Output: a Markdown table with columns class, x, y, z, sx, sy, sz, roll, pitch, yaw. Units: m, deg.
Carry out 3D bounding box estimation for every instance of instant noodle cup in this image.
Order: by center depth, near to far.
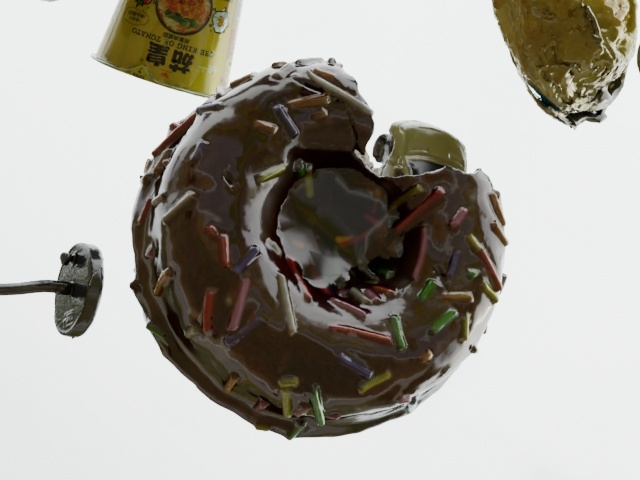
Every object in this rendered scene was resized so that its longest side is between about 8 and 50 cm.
| class | x | y | z | sx | sy | sz | roll | pitch | yaw |
| --- | --- | --- | --- | --- | --- | --- | --- | --- | --- |
| instant noodle cup | -0.179 | -0.269 | 1.299 | 0.182 | 0.182 | 0.144 | 21 | -78 | 11 |

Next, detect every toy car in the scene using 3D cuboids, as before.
| class | x | y | z | sx | sy | sz | roll | pitch | yaw |
| --- | --- | --- | --- | --- | --- | --- | --- | --- | --- |
| toy car | 0.102 | -0.003 | 1.175 | 0.101 | 0.124 | 0.256 | 13 | -82 | -29 |

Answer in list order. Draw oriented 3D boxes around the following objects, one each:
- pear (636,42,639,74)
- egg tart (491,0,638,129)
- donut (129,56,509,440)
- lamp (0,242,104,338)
| class | x | y | z | sx | sy | sz | roll | pitch | yaw |
| --- | --- | --- | --- | --- | --- | --- | --- | --- | --- |
| pear | 0.470 | -0.237 | 1.144 | 0.211 | 0.188 | 0.228 | 18 | -77 | 1 |
| egg tart | 0.313 | -0.274 | 1.256 | 0.107 | 0.291 | 0.291 | -11 | -64 | 46 |
| donut | 0.001 | 0.001 | 0.609 | 0.230 | 0.216 | 0.096 | 53 | -23 | -1 |
| lamp | -0.409 | 0.087 | 1.136 | 0.130 | 0.371 | 0.108 | -31 | -104 | 49 |
